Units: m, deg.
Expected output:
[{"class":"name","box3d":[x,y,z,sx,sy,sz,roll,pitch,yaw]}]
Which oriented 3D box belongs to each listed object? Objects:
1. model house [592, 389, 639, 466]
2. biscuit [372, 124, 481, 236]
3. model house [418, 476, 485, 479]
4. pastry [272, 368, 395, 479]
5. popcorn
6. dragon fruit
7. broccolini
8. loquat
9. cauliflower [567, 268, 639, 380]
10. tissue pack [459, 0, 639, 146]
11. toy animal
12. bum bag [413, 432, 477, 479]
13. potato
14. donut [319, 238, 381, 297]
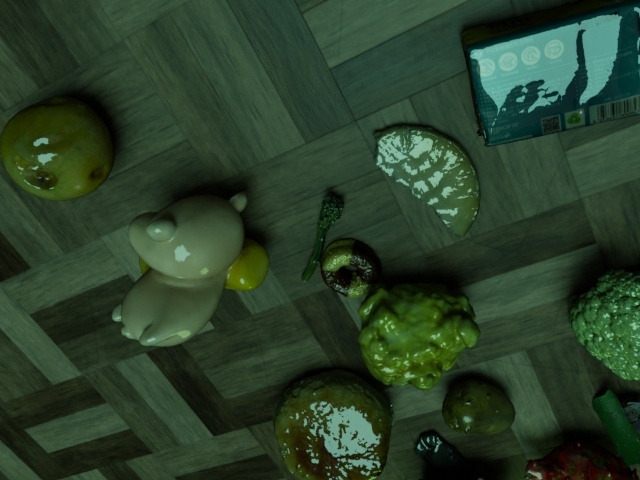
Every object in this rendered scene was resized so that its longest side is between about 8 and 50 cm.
[{"class":"model house","box3d":[0.722,0.421,1.398,0.088,0.167,0.117,-15,150,-12]},{"class":"biscuit","box3d":[0.228,-0.132,1.191,0.289,0.038,0.141,41,118,-15]},{"class":"model house","box3d":[0.381,0.765,1.558,0.266,0.261,0.321,-4,142,7]},{"class":"pastry","box3d":[0.027,0.477,1.510,0.329,0.136,0.330,2,105,9]},{"class":"popcorn","box3d":[0.207,0.201,1.289,0.250,0.242,0.235,-8,81,4]},{"class":"dragon fruit","box3d":[0.628,0.587,1.473,0.268,0.210,0.205,10,98,11]},{"class":"broccolini","box3d":[0.000,0.000,1.309,0.051,0.054,0.239,0,131,-22]},{"class":"loquat","box3d":[-0.515,-0.178,1.198,0.213,0.213,0.213,4,122,7]},{"class":"cauliflower","box3d":[0.647,0.152,1.210,0.272,0.275,0.250,37,87,6]},{"class":"tissue pack","box3d":[0.384,-0.285,1.016,0.270,0.134,0.192,-10,118,15]},{"class":"toy animal","box3d":[-0.295,0.022,1.220,0.277,0.345,0.247,26,141,32]},{"class":"bum bag","box3d":[0.328,0.583,1.607,0.197,0.049,0.087,43,113,-16]},{"class":"potato","box3d":[0.372,0.399,1.447,0.175,0.137,0.137,15,125,-25]},{"class":"donut","box3d":[0.065,0.067,1.331,0.140,0.059,0.141,2,120,4]}]
